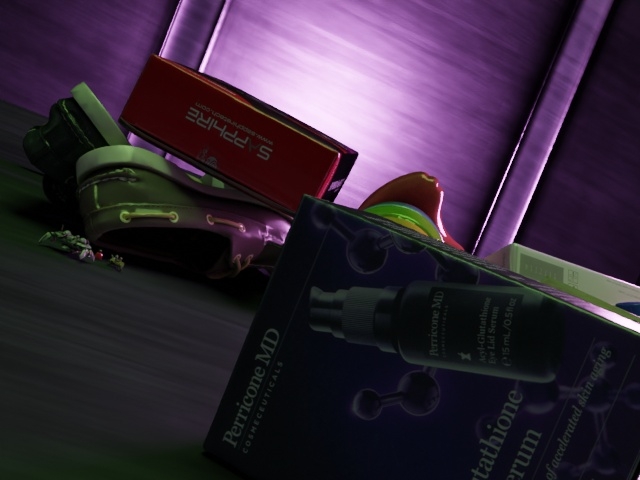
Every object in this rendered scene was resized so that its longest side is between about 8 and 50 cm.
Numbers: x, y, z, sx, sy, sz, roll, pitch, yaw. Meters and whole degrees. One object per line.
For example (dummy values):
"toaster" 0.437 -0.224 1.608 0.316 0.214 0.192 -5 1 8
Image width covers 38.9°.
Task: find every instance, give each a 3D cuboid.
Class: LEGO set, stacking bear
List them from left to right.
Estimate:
"LEGO set" -0.225 0.005 0.865 0.054 0.023 0.083 26 5 42
"stacking bear" 0.093 0.035 1.190 0.164 0.175 0.289 -18 11 15

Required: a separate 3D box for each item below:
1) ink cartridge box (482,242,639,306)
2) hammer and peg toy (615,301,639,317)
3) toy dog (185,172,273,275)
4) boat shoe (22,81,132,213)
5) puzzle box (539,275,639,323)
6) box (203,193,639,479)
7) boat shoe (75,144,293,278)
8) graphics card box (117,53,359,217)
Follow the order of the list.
"ink cartridge box" 0.341 0.110 1.403 0.296 0.066 0.261 18 -26 -19
"hammer and peg toy" 0.326 0.139 1.140 0.361 0.127 0.266 -4 1 6
"toy dog" -0.088 -0.050 1.332 0.333 0.161 0.220 24 5 28
"boat shoe" -0.285 -0.086 1.096 0.127 0.113 0.340 53 -10 -3
"puzzle box" 0.338 0.181 0.619 0.409 0.052 0.272 37 1 -14
"box" 0.067 0.084 0.482 0.207 0.153 0.108 23 5 23
"boat shoe" -0.133 -0.008 1.026 0.116 0.097 0.324 -24 -30 32
"graphics card box" -0.079 -0.124 1.127 0.232 0.094 0.371 28 6 3
